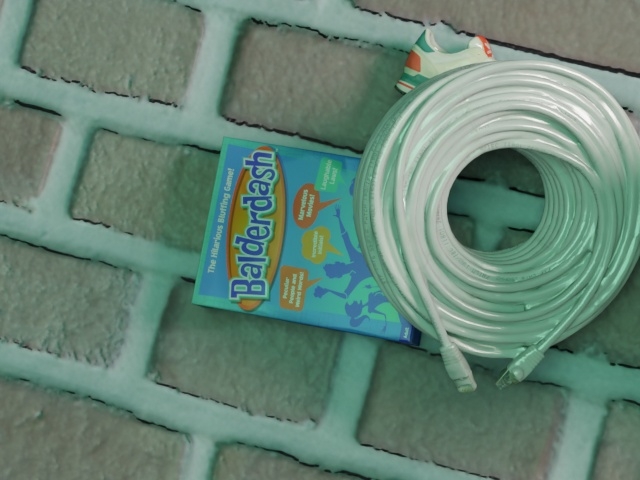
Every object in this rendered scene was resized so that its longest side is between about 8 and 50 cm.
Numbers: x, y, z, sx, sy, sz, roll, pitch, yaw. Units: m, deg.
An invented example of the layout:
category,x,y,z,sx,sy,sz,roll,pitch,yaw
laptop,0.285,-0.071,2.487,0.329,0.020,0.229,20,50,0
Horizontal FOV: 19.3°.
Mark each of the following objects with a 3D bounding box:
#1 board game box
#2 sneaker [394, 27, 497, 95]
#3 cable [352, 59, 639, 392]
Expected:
category,x,y,z,sx,sy,sz,roll,pitch,yaw
board game box,0.000,0.000,1.713,0.210,0.047,0.160,9,86,14
sneaker,0.150,-0.144,1.690,0.161,0.057,0.075,19,94,17
cable,0.157,-0.030,1.616,0.257,0.089,0.257,-36,103,-3
